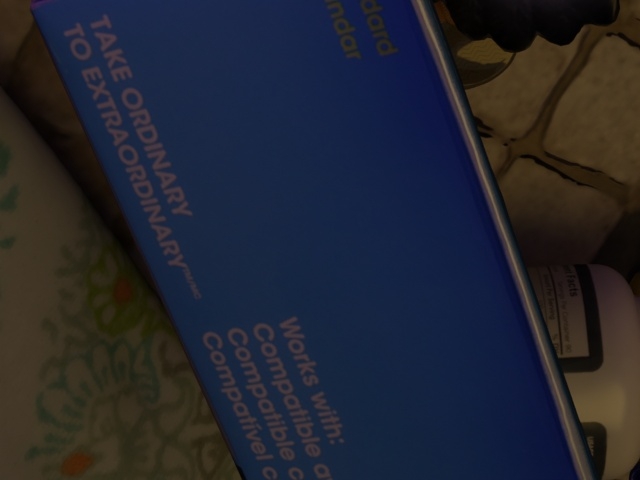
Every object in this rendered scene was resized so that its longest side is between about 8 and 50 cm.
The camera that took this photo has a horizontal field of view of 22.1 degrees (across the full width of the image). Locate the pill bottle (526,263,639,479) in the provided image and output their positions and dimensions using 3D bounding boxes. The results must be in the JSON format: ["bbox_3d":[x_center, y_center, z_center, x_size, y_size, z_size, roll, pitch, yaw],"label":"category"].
[{"bbox_3d":[0.106,0.066,0.804,0.180,0.108,0.108,-3,125,2],"label":"pill bottle"}]

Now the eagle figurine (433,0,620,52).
[{"bbox_3d":[0.126,-0.227,0.593,0.226,0.225,0.298,19,157,9],"label":"eagle figurine"}]

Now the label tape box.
[{"bbox_3d":[0.000,0.000,0.553,0.115,0.348,0.249,-21,111,4],"label":"label tape box"}]

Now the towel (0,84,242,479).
[{"bbox_3d":[-0.166,0.115,0.650,0.374,0.090,0.320,59,46,-39],"label":"towel"}]

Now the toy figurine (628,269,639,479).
[{"bbox_3d":[0.286,0.155,0.928,0.217,0.191,0.362,-6,126,-25],"label":"toy figurine"}]

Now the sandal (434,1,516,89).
[{"bbox_3d":[0.040,-0.131,0.710,0.072,0.049,0.180,-29,128,-2],"label":"sandal"}]
